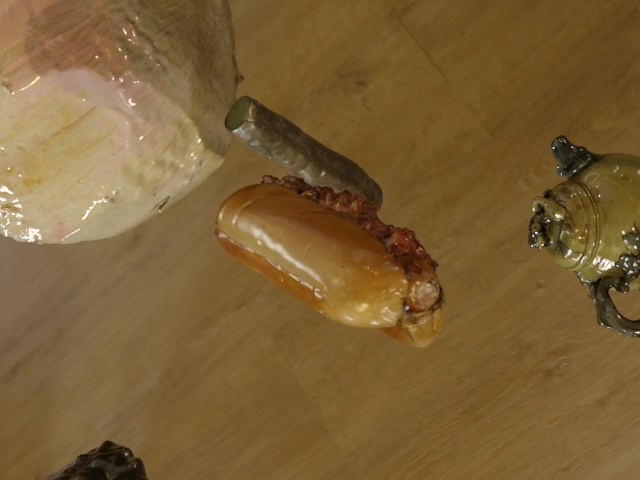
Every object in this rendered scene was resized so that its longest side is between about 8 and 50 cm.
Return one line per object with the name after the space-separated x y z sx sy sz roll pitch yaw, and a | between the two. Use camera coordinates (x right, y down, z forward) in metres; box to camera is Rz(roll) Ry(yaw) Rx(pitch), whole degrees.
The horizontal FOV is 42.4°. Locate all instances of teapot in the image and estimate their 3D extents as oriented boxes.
0.345 -0.009 1.027 0.182 0.173 0.269 -3 72 -14 | teapot

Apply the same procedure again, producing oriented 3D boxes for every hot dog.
0.000 0.000 0.558 0.249 0.102 0.076 28 100 62 | hot dog

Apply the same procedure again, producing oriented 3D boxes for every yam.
-0.014 -0.095 0.993 0.061 0.274 0.061 -16 62 32 | yam

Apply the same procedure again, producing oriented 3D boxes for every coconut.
-0.273 -0.210 1.016 0.404 0.404 0.404 -3 82 24 | coconut

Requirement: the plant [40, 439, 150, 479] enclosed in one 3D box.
-0.239 0.305 0.678 0.276 0.199 0.188 -36 91 -21 | plant
